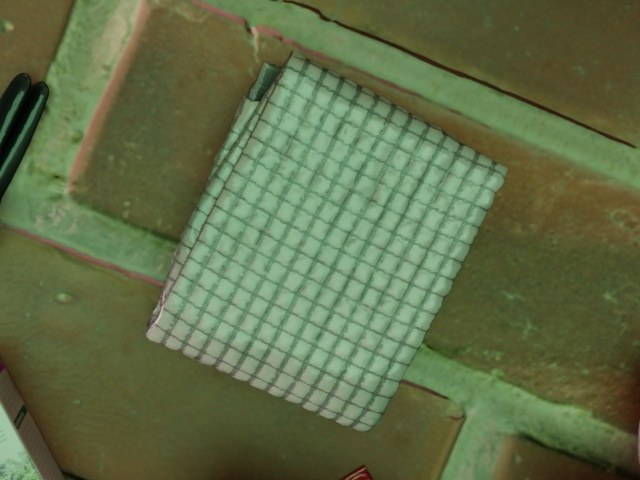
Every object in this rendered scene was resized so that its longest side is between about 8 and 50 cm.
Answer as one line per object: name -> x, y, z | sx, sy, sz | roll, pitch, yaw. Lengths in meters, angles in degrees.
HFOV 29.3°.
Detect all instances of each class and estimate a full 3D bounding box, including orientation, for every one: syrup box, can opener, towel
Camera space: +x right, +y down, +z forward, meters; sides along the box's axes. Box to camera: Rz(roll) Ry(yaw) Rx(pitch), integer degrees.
syrup box -> -0.286, 0.229, 1.112 | 0.093, 0.096, 0.237 | -27, 96, -4
can opener -> -0.296, -0.063, 1.108 | 0.073, 0.059, 0.186 | 23, 83, 20
towel -> 0.000, 0.000, 1.107 | 0.235, 0.121, 0.284 | 25, 94, -5

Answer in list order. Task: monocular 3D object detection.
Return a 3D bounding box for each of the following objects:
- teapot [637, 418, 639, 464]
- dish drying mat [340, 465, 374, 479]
teapot -> 0.415, 0.200, 1.132 | 0.255, 0.187, 0.253 | 5, 75, 20
dish drying mat -> 0.016, 0.253, 1.184 | 0.083, 0.008, 0.032 | -33, 98, -1
